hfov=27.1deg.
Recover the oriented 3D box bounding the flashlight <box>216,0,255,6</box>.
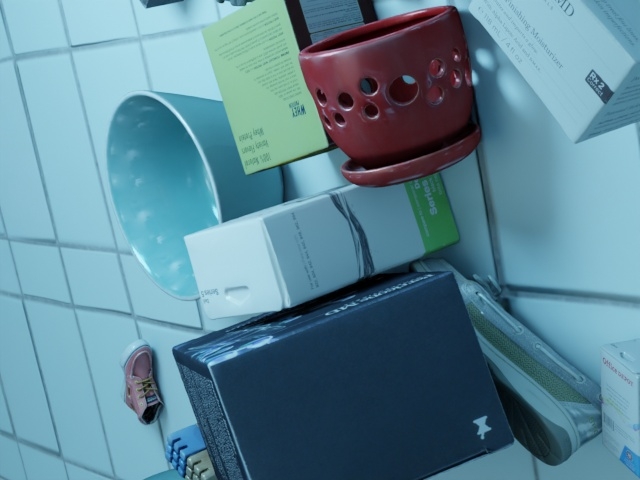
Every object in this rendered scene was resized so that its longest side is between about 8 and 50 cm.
[{"bbox_3d":[-0.097,-0.460,1.717,0.103,0.103,0.304,8,114,24],"label":"flashlight"}]

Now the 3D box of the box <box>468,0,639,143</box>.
[{"bbox_3d":[0.272,-0.210,1.245,0.181,0.182,0.119,56,144,21],"label":"box"}]

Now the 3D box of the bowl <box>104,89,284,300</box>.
[{"bbox_3d":[-0.167,-0.083,1.940,0.311,0.163,0.311,30,130,44],"label":"bowl"}]

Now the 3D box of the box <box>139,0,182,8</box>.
[{"bbox_3d":[-0.248,-0.530,1.912,0.242,0.077,0.307,54,143,23],"label":"box"}]

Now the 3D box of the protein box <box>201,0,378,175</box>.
[{"bbox_3d":[-0.022,-0.210,1.698,0.200,0.136,0.201,-14,94,55],"label":"protein box"}]

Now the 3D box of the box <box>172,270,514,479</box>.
[{"bbox_3d":[0.007,0.183,1.599,0.395,0.294,0.212,172,78,-77],"label":"box"}]

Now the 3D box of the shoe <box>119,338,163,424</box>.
[{"bbox_3d":[-0.320,0.260,2.414,0.081,0.063,0.178,47,145,29],"label":"shoe"}]

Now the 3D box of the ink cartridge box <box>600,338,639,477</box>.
[{"bbox_3d":[0.343,0.178,1.428,0.088,0.052,0.122,-132,33,-66],"label":"ink cartridge box"}]

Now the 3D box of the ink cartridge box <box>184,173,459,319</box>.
[{"bbox_3d":[0.000,0.000,1.647,0.198,0.273,0.114,-13,95,56],"label":"ink cartridge box"}]

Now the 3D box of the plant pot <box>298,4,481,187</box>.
[{"bbox_3d":[0.089,-0.163,1.526,0.191,0.191,0.174,-1,111,55],"label":"plant pot"}]

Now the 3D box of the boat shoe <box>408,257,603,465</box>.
[{"bbox_3d":[0.217,0.128,1.579,0.320,0.103,0.118,47,157,39],"label":"boat shoe"}]

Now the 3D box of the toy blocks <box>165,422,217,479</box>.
[{"bbox_3d":[-0.110,0.314,1.966,0.191,0.261,0.381,43,137,35],"label":"toy blocks"}]

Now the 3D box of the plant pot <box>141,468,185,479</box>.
[{"bbox_3d":[-0.195,0.487,2.202,0.195,0.290,0.290,-43,66,15],"label":"plant pot"}]
